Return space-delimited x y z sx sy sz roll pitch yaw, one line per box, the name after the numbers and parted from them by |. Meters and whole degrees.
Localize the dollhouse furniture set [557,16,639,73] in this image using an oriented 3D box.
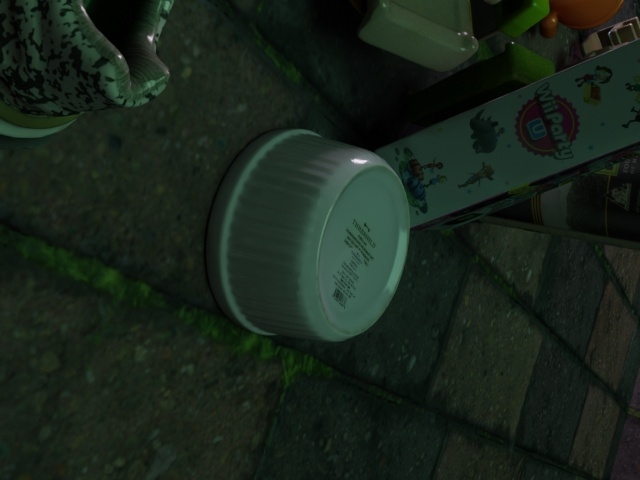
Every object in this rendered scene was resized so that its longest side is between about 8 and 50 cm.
0.523 -0.260 1.456 0.212 0.161 0.242 -42 111 -42 | dollhouse furniture set

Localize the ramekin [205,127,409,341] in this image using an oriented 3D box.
0.000 0.000 0.745 0.207 0.109 0.207 -25 121 -51 | ramekin

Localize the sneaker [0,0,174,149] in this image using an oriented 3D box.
-0.104 -0.246 0.438 0.158 0.182 0.410 6 95 -57 | sneaker

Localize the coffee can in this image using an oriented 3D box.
0.355 -0.101 1.089 0.202 0.276 0.201 -24 120 -51 | coffee can

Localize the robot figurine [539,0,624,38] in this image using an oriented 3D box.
0.390 -0.396 1.181 0.219 0.128 0.157 8 83 -56 | robot figurine

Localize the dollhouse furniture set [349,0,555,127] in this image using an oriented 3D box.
0.108 -0.259 0.861 0.302 0.151 0.197 11 71 -40 | dollhouse furniture set

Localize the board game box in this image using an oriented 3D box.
0.239 -0.105 0.852 0.097 0.304 0.224 69 20 6 | board game box
